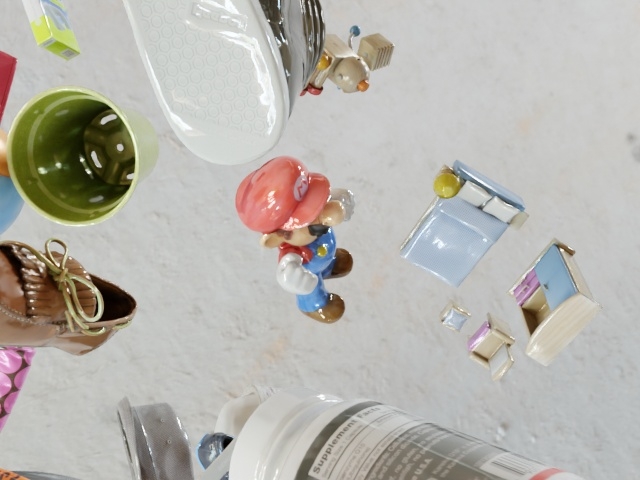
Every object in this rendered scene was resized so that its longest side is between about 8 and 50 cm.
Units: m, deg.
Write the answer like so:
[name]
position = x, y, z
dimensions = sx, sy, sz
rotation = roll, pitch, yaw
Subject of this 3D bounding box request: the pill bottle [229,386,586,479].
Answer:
[pill bottle]
position = 0.065, 0.224, 0.651
dimensions = 0.161, 0.283, 0.161
rotation = -12, 107, -45

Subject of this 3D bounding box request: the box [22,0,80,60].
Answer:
[box]
position = -0.567, -0.471, 1.651
dimensions = 0.178, 0.042, 0.109
rotation = 68, 13, 11

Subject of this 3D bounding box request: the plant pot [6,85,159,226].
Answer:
[plant pot]
position = -0.465, -0.187, 1.672
dimensions = 0.276, 0.276, 0.254
rotation = 54, 14, -5

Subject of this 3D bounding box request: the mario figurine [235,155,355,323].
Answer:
[mario figurine]
position = 0.000, 0.000, 1.148
dimensions = 0.170, 0.320, 0.198
rotation = -29, 56, -3

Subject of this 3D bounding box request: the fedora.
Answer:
[fedora]
position = -0.331, 0.441, 1.633
dimensions = 0.124, 0.243, 0.275
rotation = -12, 50, -18

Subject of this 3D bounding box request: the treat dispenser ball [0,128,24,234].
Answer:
[treat dispenser ball]
position = -0.754, -0.124, 1.638
dimensions = 0.288, 0.288, 0.288
rotation = 10, 69, -28

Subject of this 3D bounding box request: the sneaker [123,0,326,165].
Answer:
[sneaker]
position = -0.071, -0.205, 0.488
dimensions = 0.147, 0.105, 0.295
rotation = -67, 146, -67

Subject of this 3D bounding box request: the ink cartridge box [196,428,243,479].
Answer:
[ink cartridge box]
position = -0.060, 0.351, 0.888
dimensions = 0.232, 0.066, 0.189
rotation = 43, 59, 2

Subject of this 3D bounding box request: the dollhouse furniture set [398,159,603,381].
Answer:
[dollhouse furniture set]
position = 0.254, 0.070, 1.335
dimensions = 0.303, 0.286, 0.198
rotation = 31, 24, -10

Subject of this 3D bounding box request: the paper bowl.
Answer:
[paper bowl]
position = -0.168, 0.486, 1.895
dimensions = 0.148, 0.284, 0.284
rotation = 10, 69, -17

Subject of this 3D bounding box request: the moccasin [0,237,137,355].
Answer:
[moccasin]
position = -0.350, 0.072, 1.040
dimensions = 0.147, 0.380, 0.139
rotation = -28, 67, 4

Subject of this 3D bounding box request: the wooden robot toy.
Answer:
[wooden robot toy]
position = 0.022, -0.169, 0.813
dimensions = 0.173, 0.076, 0.079
rotation = -14, 50, -47

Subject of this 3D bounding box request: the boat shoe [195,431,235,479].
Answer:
[boat shoe]
position = -0.105, 0.429, 1.365
dimensions = 0.258, 0.089, 0.109
rotation = 39, 52, -16

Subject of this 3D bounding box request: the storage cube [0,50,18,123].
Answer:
[storage cube]
position = -0.559, -0.184, 1.081
dimensions = 0.193, 0.184, 0.214
rotation = 24, 67, -40

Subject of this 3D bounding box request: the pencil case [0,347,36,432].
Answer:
[pencil case]
position = -0.645, 0.289, 1.571
dimensions = 0.098, 0.095, 0.209
rotation = 20, 92, -42

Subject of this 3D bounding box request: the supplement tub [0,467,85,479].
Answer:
[supplement tub]
position = -0.131, 0.241, 0.379
dimensions = 0.207, 0.338, 0.207
rotation = -1, 54, 2
